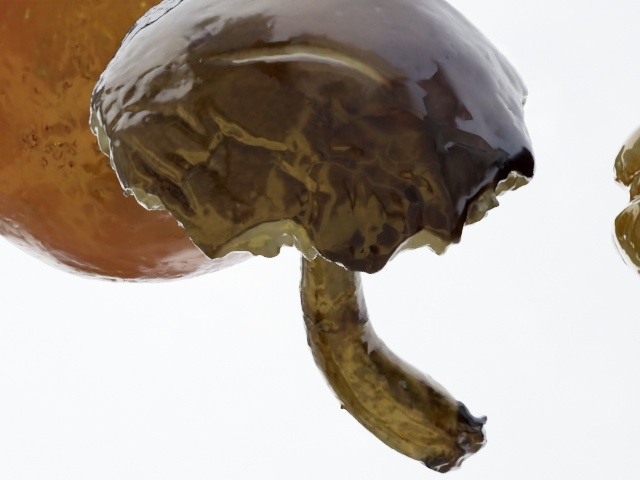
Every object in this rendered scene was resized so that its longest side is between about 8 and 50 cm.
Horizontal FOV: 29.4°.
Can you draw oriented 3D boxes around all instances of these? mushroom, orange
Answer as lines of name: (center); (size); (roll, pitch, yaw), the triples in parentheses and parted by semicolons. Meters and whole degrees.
mushroom: (-0.006, -0.002, 0.660); (0.233, 0.208, 0.301); (7, -80, 10)
orange: (-0.151, -0.163, 1.133); (0.326, 0.424, 0.424); (14, -48, 57)

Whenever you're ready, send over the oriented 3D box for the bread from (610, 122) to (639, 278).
bread: (0.272, 0.037, 0.607); (0.173, 0.311, 0.121); (-27, -42, -2)
